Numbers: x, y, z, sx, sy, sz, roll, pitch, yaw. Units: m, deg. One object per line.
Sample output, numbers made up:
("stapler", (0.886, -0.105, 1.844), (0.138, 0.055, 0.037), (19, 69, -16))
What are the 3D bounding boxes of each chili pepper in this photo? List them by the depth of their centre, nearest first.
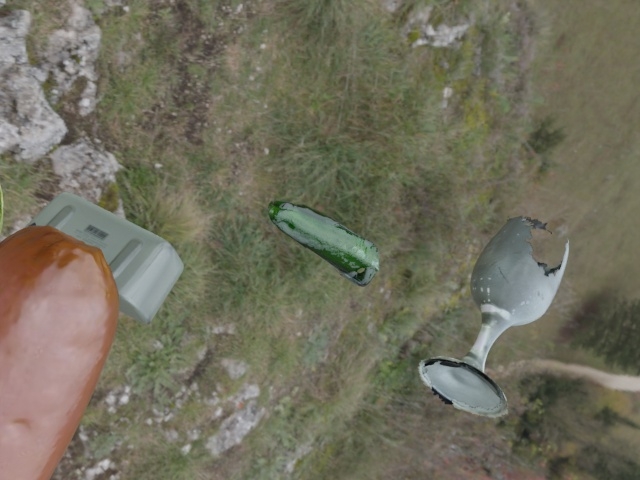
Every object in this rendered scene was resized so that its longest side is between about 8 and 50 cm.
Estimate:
("chili pepper", (0.002, -0.002, 0.969), (0.216, 0.108, 0.062), (36, 76, -36))

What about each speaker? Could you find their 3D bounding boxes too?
("speaker", (-0.566, 0.037, 1.677), (0.184, 0.406, 0.183), (-57, 160, -25))

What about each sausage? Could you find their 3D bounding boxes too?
("sausage", (-0.230, 0.112, 0.480), (0.113, 0.113, 0.259), (19, 102, -48))

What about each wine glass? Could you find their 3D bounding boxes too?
("wine glass", (0.275, 0.106, 0.995), (0.321, 0.143, 0.143), (-57, 137, -28))

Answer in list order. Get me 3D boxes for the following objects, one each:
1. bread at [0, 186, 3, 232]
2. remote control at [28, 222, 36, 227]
("bread", (-0.577, -0.080, 0.895), (0.301, 0.045, 0.301), (46, 31, -39))
("remote control", (-0.688, 0.003, 1.564), (0.034, 0.016, 0.091), (-82, 163, -72))
